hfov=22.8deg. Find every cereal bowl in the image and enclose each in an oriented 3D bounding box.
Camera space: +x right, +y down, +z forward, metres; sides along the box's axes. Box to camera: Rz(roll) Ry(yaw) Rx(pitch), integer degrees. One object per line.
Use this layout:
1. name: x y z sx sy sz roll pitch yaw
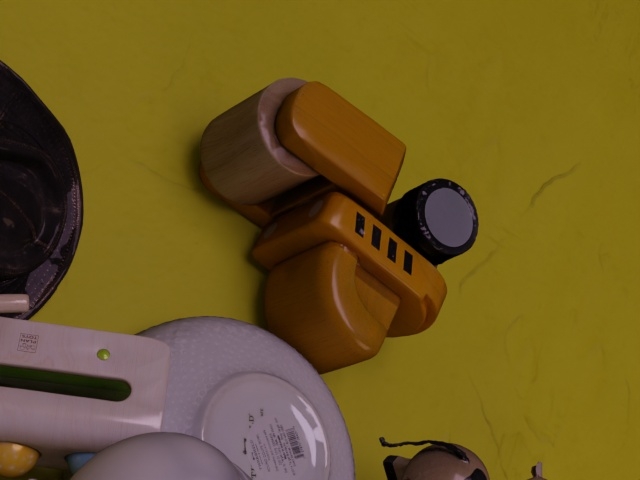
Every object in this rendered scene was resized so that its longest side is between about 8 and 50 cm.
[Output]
1. cereal bowl: -0.095 0.234 1.678 0.339 0.141 0.339 15 63 -30

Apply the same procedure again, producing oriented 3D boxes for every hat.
1. hat: -0.348 -0.046 1.553 0.331 0.134 0.331 -2 93 -38

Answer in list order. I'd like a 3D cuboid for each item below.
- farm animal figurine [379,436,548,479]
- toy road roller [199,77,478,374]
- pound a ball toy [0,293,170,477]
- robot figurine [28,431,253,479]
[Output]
1. farm animal figurine: 0.180 0.339 1.751 0.326 0.172 0.330 57 40 -29
2. toy road roller: 0.000 0.000 1.804 0.329 0.202 0.240 38 57 -20
3. pound a ball toy: -0.304 0.139 1.469 0.319 0.208 0.135 8 64 -7
4. robot figurine: -0.113 0.306 1.434 0.353 0.300 0.199 49 37 -39
